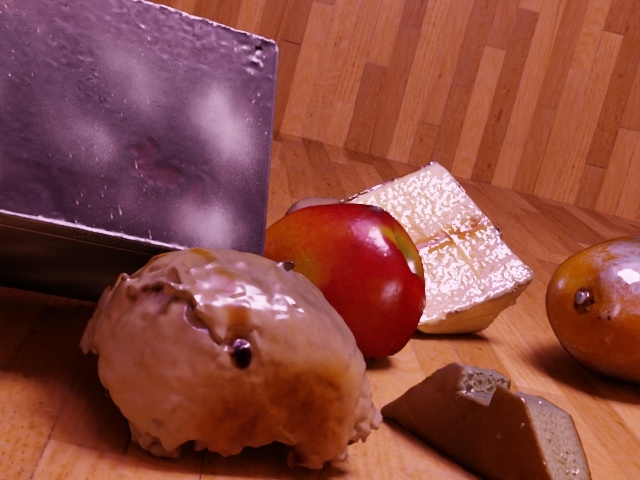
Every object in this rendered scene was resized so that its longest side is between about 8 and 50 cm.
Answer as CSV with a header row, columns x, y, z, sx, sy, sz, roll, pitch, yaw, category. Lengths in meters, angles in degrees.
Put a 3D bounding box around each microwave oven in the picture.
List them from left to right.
x,y,z,sx,sy,sz,roll,pitch,yaw,category
-0.311,-0.096,1.253,0.432,0.236,0.374,13,-18,-33,microwave oven

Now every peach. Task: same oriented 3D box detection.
x,y,z,sx,sy,sz,roll,pitch,yaw,category
0.009,0.061,1.513,0.196,0.226,0.190,48,25,-37,peach

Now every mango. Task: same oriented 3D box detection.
x,y,z,sx,sy,sz,roll,pitch,yaw,category
0.438,0.100,1.737,0.221,0.199,0.384,14,-5,37,mango

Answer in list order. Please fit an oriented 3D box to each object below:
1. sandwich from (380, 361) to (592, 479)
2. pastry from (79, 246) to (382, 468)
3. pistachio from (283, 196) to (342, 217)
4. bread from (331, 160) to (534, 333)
x,y,z,sx,sy,sz,roll,pitch,yaw,category
0.169,0.174,1.237,0.090,0.088,0.244,9,11,-46,sandwich
-0.075,0.087,1.146,0.256,0.170,0.237,15,12,-27,pastry
0.000,0.000,1.848,0.136,0.136,0.226,17,6,11,pistachio
0.142,0.009,1.729,0.178,0.135,0.240,1,47,-53,bread
